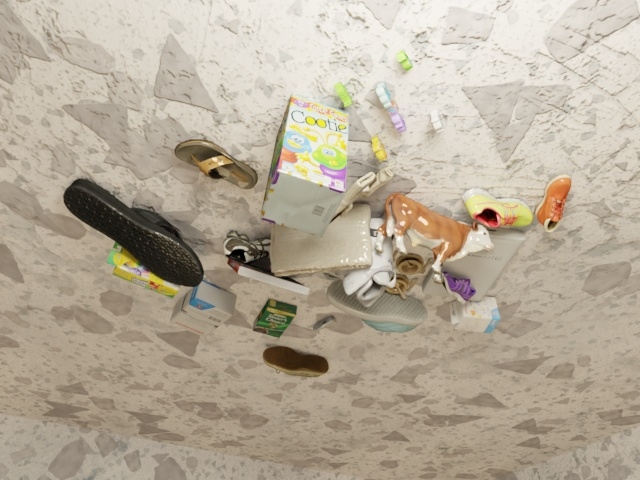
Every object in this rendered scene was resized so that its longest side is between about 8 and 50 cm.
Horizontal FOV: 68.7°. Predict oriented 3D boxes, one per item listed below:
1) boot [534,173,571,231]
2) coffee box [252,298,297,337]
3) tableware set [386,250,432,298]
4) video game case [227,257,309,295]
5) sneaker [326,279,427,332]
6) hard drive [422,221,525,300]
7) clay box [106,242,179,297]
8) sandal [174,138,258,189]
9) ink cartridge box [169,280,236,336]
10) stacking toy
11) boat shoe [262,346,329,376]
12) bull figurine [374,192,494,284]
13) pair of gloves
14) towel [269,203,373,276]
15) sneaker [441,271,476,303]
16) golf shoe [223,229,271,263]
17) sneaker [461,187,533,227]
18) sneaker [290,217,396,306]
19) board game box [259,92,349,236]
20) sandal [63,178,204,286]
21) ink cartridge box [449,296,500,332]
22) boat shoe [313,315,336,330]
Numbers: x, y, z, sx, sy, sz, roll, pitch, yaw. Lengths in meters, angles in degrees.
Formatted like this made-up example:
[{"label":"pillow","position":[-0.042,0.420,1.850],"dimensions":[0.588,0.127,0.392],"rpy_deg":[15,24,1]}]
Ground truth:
[{"label":"boot","position":[0.608,-0.094,1.204],"dimensions":[0.059,0.085,0.158],"rpy_deg":[4,137,2]},{"label":"coffee box","position":[-0.169,0.287,1.710],"dimensions":[0.113,0.040,0.184],"rpy_deg":[19,136,-16]},{"label":"tableware set","position":[0.264,0.117,1.493],"dimensions":[0.128,0.039,0.194],"rpy_deg":[12,137,-10]},{"label":"video game case","position":[-0.162,0.102,1.381],"dimensions":[0.204,0.025,0.285],"rpy_deg":[19,177,-17]},{"label":"sneaker","position":[0.171,0.245,1.572],"dimensions":[0.365,0.135,0.150],"rpy_deg":[19,133,-16]},{"label":"hard drive","position":[0.457,0.073,1.431],"dimensions":[0.202,0.040,0.308],"rpy_deg":[8,138,-5]},{"label":"clay box","position":[-0.532,0.076,1.434],"dimensions":[0.222,0.127,0.053],"rpy_deg":[27,133,-23]},{"label":"sandal","position":[-0.260,-0.181,1.180],"dimensions":[0.219,0.060,0.090],"rpy_deg":[30,132,-27]},{"label":"ink cartridge box","position":[-0.412,0.242,1.642],"dimensions":[0.148,0.086,0.203],"rpy_deg":[30,132,-26]},{"label":"stacking toy","position":[0.156,-0.291,1.038],"dimensions":[0.167,0.052,0.221],"rpy_deg":[-22,132,25]},{"label":"boat shoe","position":[-0.109,0.509,1.906],"dimensions":[0.285,0.105,0.089],"rpy_deg":[19,133,-18]},{"label":"bull figurine","position":[0.297,-0.006,1.239],"dimensions":[0.310,0.188,0.101],"rpy_deg":[26,159,0]},{"label":"pair of gloves","position":[0.088,-0.107,1.133],"dimensions":[0.204,0.240,0.042],"rpy_deg":[-38,89,37]},{"label":"towel","position":[0.000,0.000,1.266],"dimensions":[0.282,0.187,0.049],"rpy_deg":[-5,153,9]},{"label":"sneaker","position":[0.420,0.131,1.436],"dimensions":[0.071,0.068,0.170],"rpy_deg":[-40,133,19]},{"label":"golf shoe","position":[-0.193,0.037,1.396],"dimensions":[0.198,0.094,0.077],"rpy_deg":[10,137,-9]},{"label":"sneaker","position":[0.471,-0.064,1.237],"dimensions":[0.208,0.094,0.081],"rpy_deg":[13,136,-12]},{"label":"sneaker","position":[0.049,0.087,1.333],"dimensions":[0.365,0.210,0.137],"rpy_deg":[-21,145,24]},{"label":"board game box","position":[-0.030,-0.169,1.016],"dimensions":[0.142,0.275,0.144],"rpy_deg":[16,136,-12]},{"label":"sandal","position":[-0.506,-0.032,1.349],"dimensions":[0.445,0.107,0.167],"rpy_deg":[41,128,-19]},{"label":"ink cartridge box","position":[0.513,0.246,1.581],"dimensions":[0.143,0.092,0.090],"rpy_deg":[6,138,-4]},{"label":"boat shoe","position":[0.017,0.313,1.733],"dimensions":[0.100,0.035,0.035],"rpy_deg":[-35,123,26]}]
